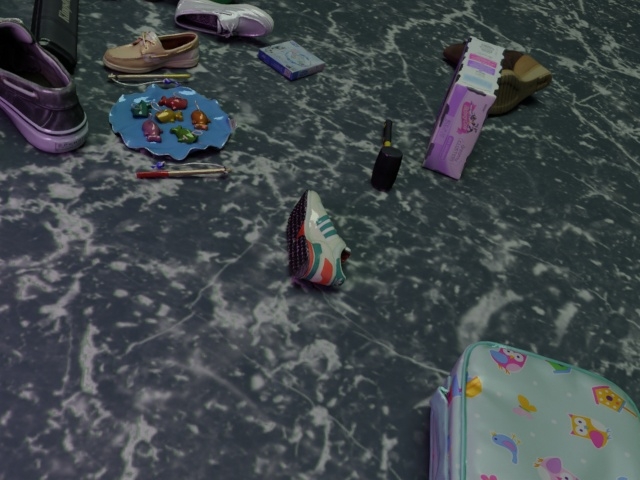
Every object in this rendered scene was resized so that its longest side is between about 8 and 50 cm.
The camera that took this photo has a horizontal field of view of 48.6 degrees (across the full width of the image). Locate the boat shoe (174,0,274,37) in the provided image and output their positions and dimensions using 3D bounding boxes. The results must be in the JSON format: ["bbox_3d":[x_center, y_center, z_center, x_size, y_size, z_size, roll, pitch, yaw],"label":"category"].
[{"bbox_3d":[-0.181,-0.408,1.322,0.184,0.066,0.063,16,51,-5],"label":"boat shoe"}]

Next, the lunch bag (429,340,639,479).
[{"bbox_3d":[0.214,0.240,0.716,0.223,0.108,0.279,15,40,0],"label":"lunch bag"}]

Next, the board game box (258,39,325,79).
[{"bbox_3d":[-0.054,-0.336,1.321,0.090,0.020,0.090,40,45,23],"label":"board game box"}]

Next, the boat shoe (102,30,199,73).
[{"bbox_3d":[-0.281,-0.322,1.189,0.170,0.059,0.063,-17,52,-35],"label":"boat shoe"}]

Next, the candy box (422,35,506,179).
[{"bbox_3d":[0.243,-0.227,1.201,0.070,0.165,0.196,21,40,3],"label":"candy box"}]

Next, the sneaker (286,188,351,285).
[{"bbox_3d":[0.000,0.000,0.952,0.075,0.057,0.161,23,36,-22],"label":"sneaker"}]

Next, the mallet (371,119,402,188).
[{"bbox_3d":[0.111,-0.160,1.155,0.039,0.062,0.190,14,40,-3],"label":"mallet"}]

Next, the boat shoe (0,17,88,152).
[{"bbox_3d":[-0.442,-0.262,1.014,0.335,0.119,0.121,37,44,20],"label":"boat shoe"}]

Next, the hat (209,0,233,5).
[{"bbox_3d":[-0.257,-0.560,1.454,0.208,0.173,0.183,27,0,-36],"label":"hat"}]

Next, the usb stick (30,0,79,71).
[{"bbox_3d":[-0.442,-0.373,1.187,0.077,0.045,0.278,25,32,-35],"label":"usb stick"}]

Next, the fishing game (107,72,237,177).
[{"bbox_3d":[-0.223,-0.189,1.080,0.189,0.041,0.264,-4,46,-21],"label":"fishing game"}]

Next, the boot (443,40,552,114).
[{"bbox_3d":[0.322,-0.340,1.443,0.248,0.090,0.206,-21,42,-35],"label":"boot"}]
